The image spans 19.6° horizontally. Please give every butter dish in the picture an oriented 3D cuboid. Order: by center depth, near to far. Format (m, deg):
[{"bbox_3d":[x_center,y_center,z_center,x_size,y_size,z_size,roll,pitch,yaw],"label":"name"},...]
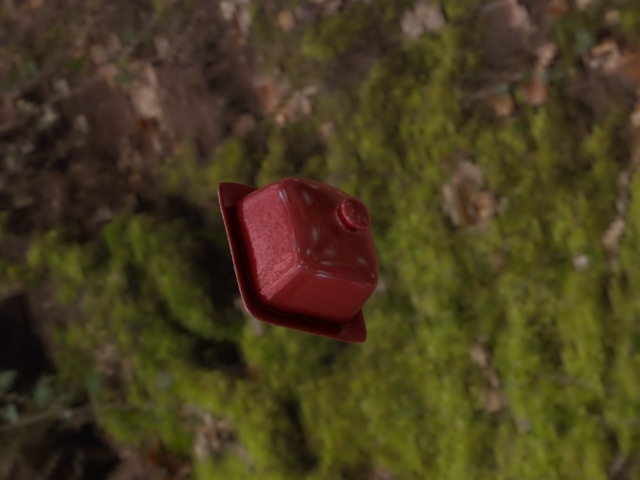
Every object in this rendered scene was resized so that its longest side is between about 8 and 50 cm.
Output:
[{"bbox_3d":[0.000,0.000,1.756,0.160,0.118,0.160,15,-130,-40],"label":"butter dish"}]
